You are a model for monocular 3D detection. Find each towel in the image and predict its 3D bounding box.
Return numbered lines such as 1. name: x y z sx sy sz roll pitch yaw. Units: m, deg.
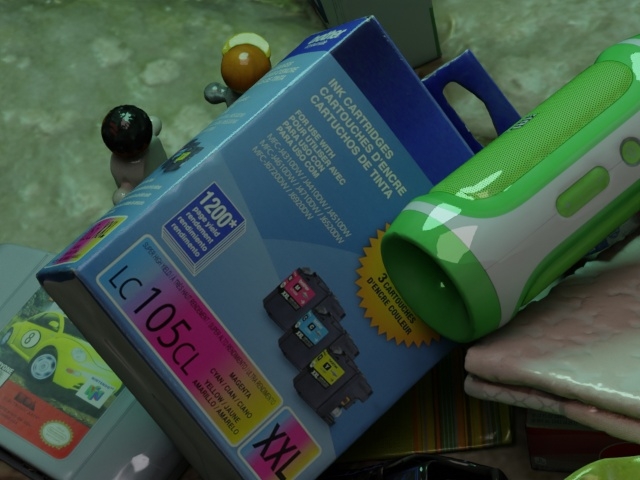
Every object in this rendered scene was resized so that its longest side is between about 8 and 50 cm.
1. towel: 0.050 0.147 1.669 0.237 0.021 0.102 -7 55 6
2. towel: 0.327 0.085 1.515 0.317 0.053 0.332 14 28 35

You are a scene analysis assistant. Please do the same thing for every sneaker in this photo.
1. sneaker: 0.049 0.215 1.580 0.232 0.090 0.081 -3 56 8

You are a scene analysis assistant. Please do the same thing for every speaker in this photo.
1. speaker: 0.191 -0.047 1.526 0.296 0.131 0.131 -38 58 -22

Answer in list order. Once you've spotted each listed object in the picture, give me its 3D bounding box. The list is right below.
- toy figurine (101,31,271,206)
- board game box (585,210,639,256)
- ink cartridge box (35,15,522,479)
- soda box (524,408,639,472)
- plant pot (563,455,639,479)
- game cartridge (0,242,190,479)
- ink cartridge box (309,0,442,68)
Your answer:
1. toy figurine: -0.089 -0.067 1.761 0.213 0.148 0.209 -27 56 -8
2. board game box: 0.229 0.002 1.679 0.090 0.020 0.090 -23 4 39
3. ink cartridge box: 0.000 0.000 1.593 0.395 0.151 0.270 -43 104 -19
4. soda box: 0.307 0.146 1.585 0.263 0.083 0.092 2 57 12
5. plant pot: 0.245 0.290 1.395 0.276 0.254 0.276 -5 55 7
6. game cartridge: -0.230 0.120 1.720 0.294 0.060 0.196 26 61 25
7. ink cartridge box: 0.027 -0.281 1.880 0.093 0.154 0.212 -25 57 -5
